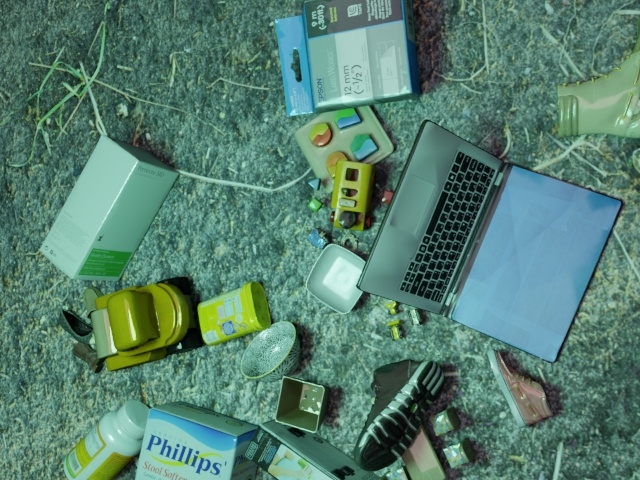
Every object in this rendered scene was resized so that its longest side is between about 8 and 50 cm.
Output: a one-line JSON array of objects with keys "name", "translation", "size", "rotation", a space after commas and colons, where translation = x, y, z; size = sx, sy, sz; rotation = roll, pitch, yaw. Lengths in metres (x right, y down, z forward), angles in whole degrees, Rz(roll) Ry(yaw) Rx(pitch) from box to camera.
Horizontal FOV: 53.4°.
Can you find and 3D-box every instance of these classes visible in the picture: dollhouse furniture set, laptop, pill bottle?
[{"name": "dollhouse furniture set", "translation": [0.227, 0.514, 1.373], "size": [0.212, 0.161, 0.242], "rotation": [-29, 75, 17]}, {"name": "laptop", "translation": [0.356, 0.007, 1.338], "size": [0.236, 0.408, 0.381], "rotation": [26, 95, 56]}, {"name": "pill bottle", "translation": [-0.558, 0.545, 1.702], "size": [0.245, 0.136, 0.136], "rotation": [-46, 71, 12]}]

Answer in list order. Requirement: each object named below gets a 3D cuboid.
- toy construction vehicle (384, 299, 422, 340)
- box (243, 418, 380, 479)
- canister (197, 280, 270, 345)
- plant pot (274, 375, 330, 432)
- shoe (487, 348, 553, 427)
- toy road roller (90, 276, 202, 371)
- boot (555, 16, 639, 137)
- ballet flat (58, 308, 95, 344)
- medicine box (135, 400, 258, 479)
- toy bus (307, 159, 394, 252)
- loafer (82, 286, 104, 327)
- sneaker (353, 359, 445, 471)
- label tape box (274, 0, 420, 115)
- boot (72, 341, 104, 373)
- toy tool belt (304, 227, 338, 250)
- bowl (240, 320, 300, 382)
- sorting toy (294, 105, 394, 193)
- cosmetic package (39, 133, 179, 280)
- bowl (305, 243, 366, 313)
[{"name": "toy construction vehicle", "translation": [0.196, 0.177, 1.491], "size": [0.086, 0.035, 0.098], "rotation": [-25, 73, 29]}, {"name": "box", "translation": [-0.012, 0.526, 1.468], "size": [0.290, 0.169, 0.087], "rotation": [29, 94, 23]}, {"name": "canister", "translation": [-0.224, 0.190, 1.632], "size": [0.170, 0.073, 0.126], "rotation": [-21, 69, 21]}, {"name": "plant pot", "translation": [-0.032, 0.387, 1.525], "size": [0.109, 0.096, 0.109], "rotation": [10, 88, 22]}, {"name": "shoe", "translation": [0.430, 0.306, 1.367], "size": [0.081, 0.063, 0.177], "rotation": [-26, 81, 17]}, {"name": "toy road roller", "translation": [-0.488, 0.215, 1.649], "size": [0.330, 0.241, 0.202], "rotation": [-18, 78, 20]}, {"name": "boot", "translation": [0.605, -0.344, 1.342], "size": [0.204, 0.095, 0.261], "rotation": [4, 90, 24]}, {"name": "ballet flat", "translation": [-0.692, 0.251, 1.825], "size": [0.173, 0.057, 0.049], "rotation": [22, 129, 25]}, {"name": "medicine box", "translation": [-0.310, 0.581, 1.592], "size": [0.264, 0.149, 0.289], "rotation": [10, 90, 23]}, {"name": "toy bus", "translation": [0.072, -0.095, 1.507], "size": [0.191, 0.104, 0.202], "rotation": [-38, 86, 11]}, {"name": "loafer", "translation": [-0.642, 0.195, 1.817], "size": [0.056, 0.050, 0.148], "rotation": [-37, 73, 15]}, {"name": "sneaker", "translation": [0.144, 0.376, 1.416], "size": [0.281, 0.106, 0.163], "rotation": [-45, 24, -22]}, {"name": "label tape box", "translation": [0.048, -0.441, 1.507], "size": [0.348, 0.115, 0.249], "rotation": [-4, 96, 19]}, {"name": "boot", "translation": [-0.656, 0.308, 1.823], "size": [0.114, 0.037, 0.106], "rotation": [34, 96, 26]}, {"name": "toy tool belt", "translation": [0.000, 0.000, 1.574], "size": [0.083, 0.051, 0.052], "rotation": [35, 98, 21]}, {"name": "bowl", "translation": [-0.106, 0.289, 1.560], "size": [0.170, 0.170, 0.080], "rotation": [-30, 119, 19]}, {"name": "sorting toy", "translation": [0.053, -0.247, 1.584], "size": [0.208, 0.038, 0.193], "rotation": [-33, 74, 16]}, {"name": "cosmetic package", "translation": [-0.575, -0.082, 1.740], "size": [0.155, 0.197, 0.365], "rotation": [35, 100, 21]}, {"name": "bowl", "translation": [0.051, 0.092, 1.544], "size": [0.142, 0.053, 0.142], "rotation": [32, 98, 21]}]
